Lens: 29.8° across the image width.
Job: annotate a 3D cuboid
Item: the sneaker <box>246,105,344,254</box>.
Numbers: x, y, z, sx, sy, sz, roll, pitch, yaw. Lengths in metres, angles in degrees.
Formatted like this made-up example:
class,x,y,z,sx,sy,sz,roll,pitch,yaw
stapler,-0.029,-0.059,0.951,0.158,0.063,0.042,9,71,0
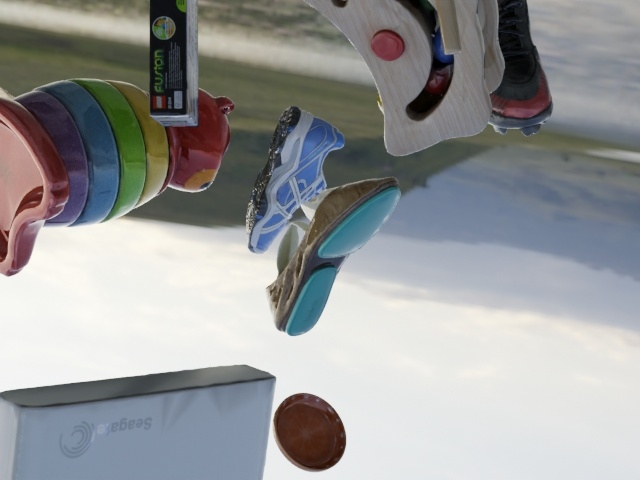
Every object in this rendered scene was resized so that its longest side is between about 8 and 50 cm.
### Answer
class,x,y,z,sx,sy,sz,roll,pitch,yaw
sneaker,-0.038,-0.064,1.518,0.081,0.211,0.080,15,-148,-17

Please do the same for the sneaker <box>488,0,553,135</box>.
class,x,y,z,sx,sy,sz,roll,pitch,yaw
sneaker,0.195,-0.245,1.380,0.098,0.135,0.276,-12,-127,-5

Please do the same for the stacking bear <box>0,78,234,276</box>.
class,x,y,z,sx,sy,sz,roll,pitch,yaw
stacking bear,-0.218,-0.094,1.268,0.289,0.164,0.175,-17,159,-42

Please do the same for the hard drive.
class,x,y,z,sx,sy,sz,roll,pitch,yaw
hard drive,-0.127,0.239,0.762,0.040,0.307,0.203,15,-170,41

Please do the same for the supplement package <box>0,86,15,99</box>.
class,x,y,z,sx,sy,sz,roll,pitch,yaw
supplement package,-0.443,-0.055,1.510,0.145,0.262,0.204,37,-178,-22

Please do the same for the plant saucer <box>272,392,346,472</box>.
class,x,y,z,sx,sy,sz,roll,pitch,yaw
plant saucer,-0.012,0.194,1.212,0.083,0.083,0.013,5,148,-33

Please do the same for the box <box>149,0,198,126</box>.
class,x,y,z,sx,sy,sz,roll,pitch,yaw
box,-0.138,-0.214,1.138,0.036,0.207,0.114,0,179,-1

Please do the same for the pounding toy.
class,x,y,z,sx,sy,sz,roll,pitch,yaw
pounding toy,0.055,-0.178,0.974,0.154,0.269,0.155,2,-139,19

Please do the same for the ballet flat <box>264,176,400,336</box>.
class,x,y,z,sx,sy,sz,roll,pitch,yaw
ballet flat,0.000,0.000,1.885,0.116,0.342,0.124,-9,-129,-42
